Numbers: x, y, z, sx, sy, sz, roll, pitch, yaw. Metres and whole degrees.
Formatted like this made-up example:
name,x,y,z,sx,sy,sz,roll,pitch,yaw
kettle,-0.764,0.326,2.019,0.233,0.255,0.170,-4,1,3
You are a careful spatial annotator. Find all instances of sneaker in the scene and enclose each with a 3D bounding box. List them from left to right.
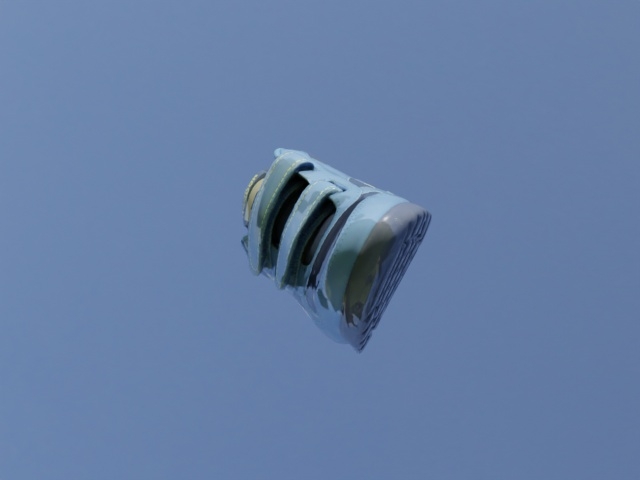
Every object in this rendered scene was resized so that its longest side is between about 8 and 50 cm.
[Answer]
name,x,y,z,sx,sy,sz,roll,pitch,yaw
sneaker,0.000,0.000,0.621,0.059,0.144,0.053,30,-90,-5
